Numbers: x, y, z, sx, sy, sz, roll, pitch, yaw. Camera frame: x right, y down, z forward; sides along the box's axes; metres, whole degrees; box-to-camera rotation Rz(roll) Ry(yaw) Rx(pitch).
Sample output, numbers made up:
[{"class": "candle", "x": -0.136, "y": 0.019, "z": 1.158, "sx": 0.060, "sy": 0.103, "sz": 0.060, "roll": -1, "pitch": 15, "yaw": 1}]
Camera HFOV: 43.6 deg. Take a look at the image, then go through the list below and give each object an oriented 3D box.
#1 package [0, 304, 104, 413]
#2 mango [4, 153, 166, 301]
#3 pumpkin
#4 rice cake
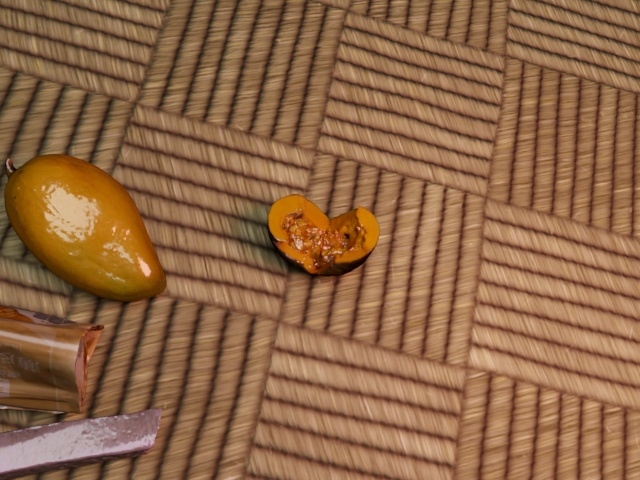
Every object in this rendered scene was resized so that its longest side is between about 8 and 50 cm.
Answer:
[{"class": "package", "x": -0.487, "y": 0.171, "z": 1.131, "sx": 0.312, "sy": 0.221, "sz": 0.164, "roll": 11, "pitch": 87, "yaw": -7}, {"class": "mango", "x": -0.373, "y": -0.022, "z": 1.264, "sx": 0.317, "sy": 0.119, "sz": 0.176, "roll": 46, "pitch": 64, "yaw": -1}, {"class": "pumpkin", "x": 0.000, "y": 0.000, "z": 1.335, "sx": 0.184, "sy": 0.107, "sz": 0.119, "roll": 15, "pitch": 58, "yaw": 3}, {"class": "rice cake", "x": -0.409, "y": 0.302, "z": 1.149, "sx": 0.365, "sy": 0.056, "sz": 0.072, "roll": -8, "pitch": 65, "yaw": -15}]
